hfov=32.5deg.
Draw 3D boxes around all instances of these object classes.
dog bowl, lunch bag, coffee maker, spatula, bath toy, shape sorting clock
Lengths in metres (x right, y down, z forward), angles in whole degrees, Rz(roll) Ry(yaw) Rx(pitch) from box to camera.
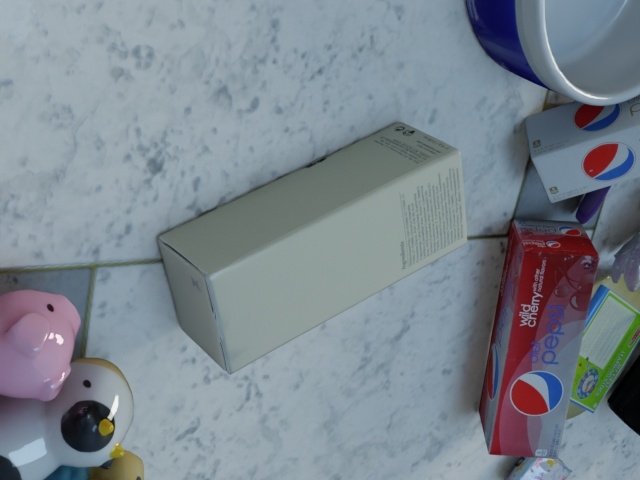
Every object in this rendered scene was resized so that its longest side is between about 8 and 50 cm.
[{"bbox_3d":[0.267,-0.270,1.052,0.264,0.104,0.265,-18,123,-31],"label":"dog bowl"},{"bbox_3d":[0.273,0.297,1.401,0.071,0.053,0.083,-52,143,0],"label":"lunch bag"},{"bbox_3d":[0.456,0.169,1.429,0.171,0.120,0.178,18,111,-22],"label":"coffee maker"},{"bbox_3d":[0.334,-0.159,1.202,0.030,0.084,0.297,12,103,2],"label":"spatula"},{"bbox_3d":[-0.238,0.100,0.837,0.151,0.129,0.348,-34,130,-19],"label":"bath toy"},{"bbox_3d":[0.334,0.132,1.366,0.206,0.040,0.206,-19,123,-31],"label":"shape sorting clock"}]

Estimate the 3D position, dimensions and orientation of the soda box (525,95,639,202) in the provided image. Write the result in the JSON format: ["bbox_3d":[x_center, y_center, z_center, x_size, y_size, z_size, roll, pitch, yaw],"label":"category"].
[{"bbox_3d":[0.325,-0.114,1.126,0.216,0.069,0.074,-18,134,18],"label":"soda box"}]

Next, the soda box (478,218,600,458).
[{"bbox_3d":[0.239,0.112,1.229,0.083,0.092,0.263,4,115,-2],"label":"soda box"}]

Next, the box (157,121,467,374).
[{"bbox_3d":[0.000,0.000,0.993,0.275,0.094,0.113,-26,127,-25],"label":"box"}]

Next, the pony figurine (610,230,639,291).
[{"bbox_3d":[0.519,-0.100,1.262,0.351,0.302,0.364,-30,114,-33],"label":"pony figurine"}]
